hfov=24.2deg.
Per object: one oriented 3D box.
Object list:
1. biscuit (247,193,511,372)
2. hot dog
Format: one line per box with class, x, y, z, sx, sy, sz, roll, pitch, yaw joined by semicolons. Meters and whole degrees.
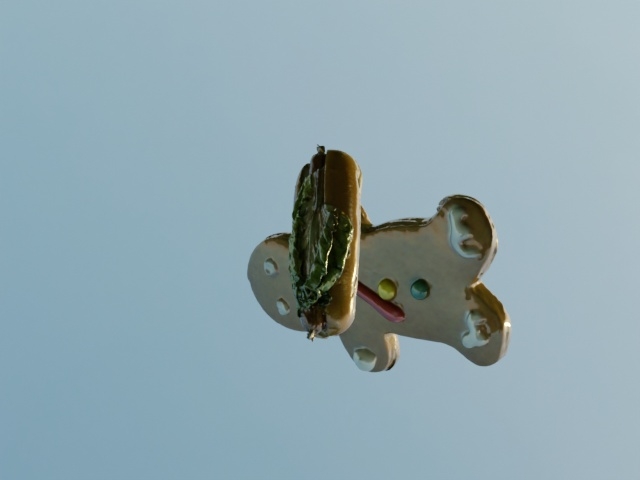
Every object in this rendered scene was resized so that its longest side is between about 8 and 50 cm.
biscuit;0.049;0.052;1.611;0.340;0.216;0.047;3;-157;37
hot dog;0.000;0.000;0.921;0.041;0.056;0.133;20;-120;-38
